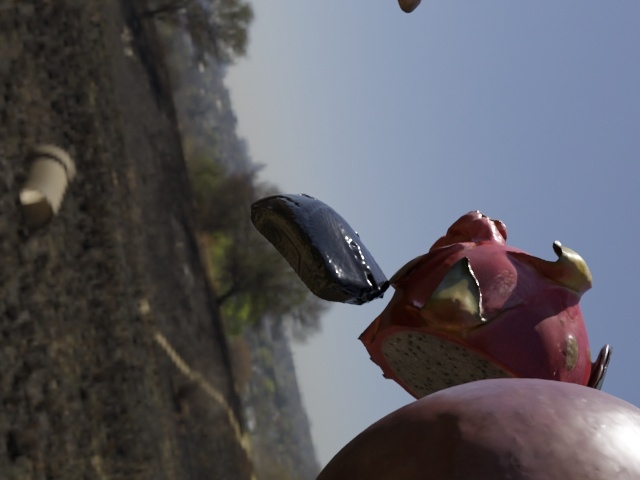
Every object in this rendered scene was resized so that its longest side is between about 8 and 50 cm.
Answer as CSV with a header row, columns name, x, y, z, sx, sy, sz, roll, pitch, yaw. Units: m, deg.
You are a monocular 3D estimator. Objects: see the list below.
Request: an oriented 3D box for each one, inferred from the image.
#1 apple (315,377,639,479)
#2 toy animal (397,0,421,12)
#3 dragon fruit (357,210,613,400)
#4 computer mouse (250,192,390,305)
name,x,y,z,sx,sy,sz,roll,pitch,yaw
apple,0.125,0.233,0.668,0.235,0.305,0.306,-106,-173,-51
toy animal,0.033,-0.253,0.994,0.083,0.150,0.089,13,83,-58
dragon fruit,0.226,0.104,1.424,0.226,0.305,0.305,-56,163,-25
computer mouse,0.000,0.000,1.400,0.217,0.122,0.073,48,-65,32
